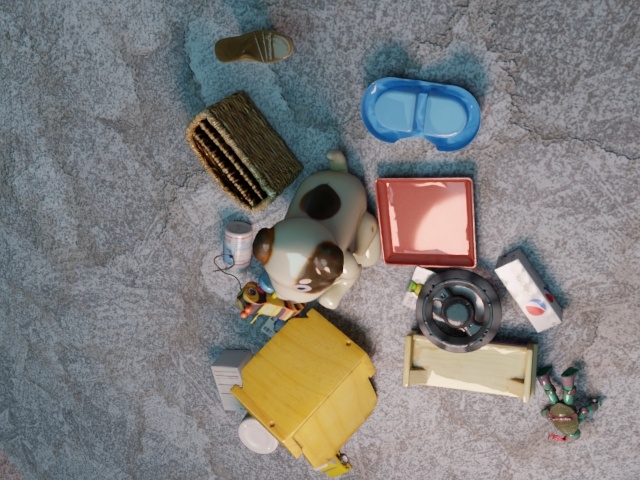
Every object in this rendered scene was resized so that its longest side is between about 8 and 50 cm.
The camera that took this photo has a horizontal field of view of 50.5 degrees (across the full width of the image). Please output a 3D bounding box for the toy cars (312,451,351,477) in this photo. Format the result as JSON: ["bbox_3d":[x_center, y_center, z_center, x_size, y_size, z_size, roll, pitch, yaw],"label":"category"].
[{"bbox_3d":[0.012,0.649,2.256,0.176,0.087,0.394,9,118,17],"label":"toy cars"}]

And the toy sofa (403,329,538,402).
[{"bbox_3d":[0.423,0.346,1.921,0.362,0.177,0.150,4,92,20],"label":"toy sofa"}]

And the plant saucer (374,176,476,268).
[{"bbox_3d":[0.285,-0.054,1.812,0.258,0.048,0.259,1,117,21],"label":"plant saucer"}]

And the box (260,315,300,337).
[{"bbox_3d":[-0.132,0.270,2.156,0.081,0.028,0.136,36,121,1],"label":"box"}]

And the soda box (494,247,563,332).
[{"bbox_3d":[0.551,0.132,1.788,0.074,0.069,0.216,-31,102,31],"label":"soda box"}]

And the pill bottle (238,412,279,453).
[{"bbox_3d":[-0.154,0.552,2.179,0.136,0.246,0.136,9,118,17],"label":"pill bottle"}]

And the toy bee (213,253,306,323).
[{"bbox_3d":[-0.185,0.180,2.001,0.298,0.162,0.195,10,131,-7],"label":"toy bee"}]

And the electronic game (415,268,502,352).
[{"bbox_3d":[0.370,0.191,1.824,0.229,0.048,0.229,2,96,17],"label":"electronic game"}]

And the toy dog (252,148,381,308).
[{"bbox_3d":[0.000,0.000,1.739,0.284,0.408,0.395,23,122,9],"label":"toy dog"}]

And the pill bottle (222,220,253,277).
[{"bbox_3d":[-0.251,0.029,2.045,0.087,0.087,0.160,16,121,14],"label":"pill bottle"}]

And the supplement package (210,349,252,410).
[{"bbox_3d":[-0.279,0.467,2.269,0.105,0.105,0.179,-3,114,23],"label":"supplement package"}]

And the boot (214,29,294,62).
[{"bbox_3d":[-0.134,-0.487,1.687,0.213,0.165,0.077,3,111,27],"label":"boot"}]

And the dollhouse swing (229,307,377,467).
[{"bbox_3d":[-0.031,0.462,2.068,0.315,0.347,0.305,38,162,22],"label":"dollhouse swing"}]

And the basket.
[{"bbox_3d":[-0.235,-0.216,1.834,0.213,0.223,0.299,-33,101,31],"label":"basket"}]

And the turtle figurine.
[{"bbox_3d":[0.686,0.467,1.884,0.175,0.118,0.234,-14,104,27],"label":"turtle figurine"}]

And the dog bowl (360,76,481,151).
[{"bbox_3d":[0.251,-0.319,1.674,0.297,0.074,0.166,12,119,17],"label":"dog bowl"}]

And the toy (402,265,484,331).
[{"bbox_3d":[0.360,0.160,1.885,0.237,0.056,0.137,21,121,7],"label":"toy"}]
